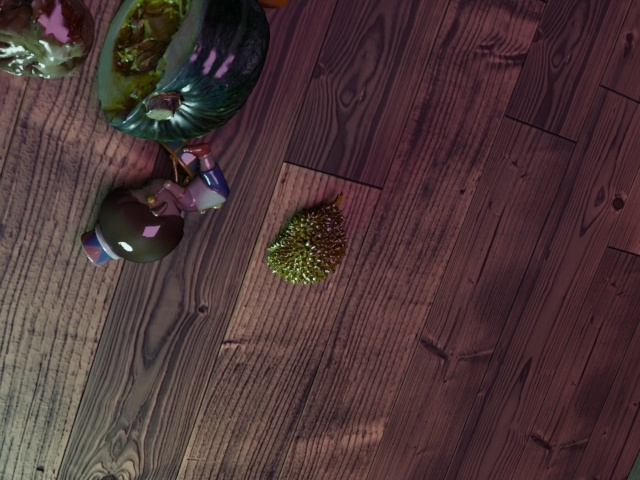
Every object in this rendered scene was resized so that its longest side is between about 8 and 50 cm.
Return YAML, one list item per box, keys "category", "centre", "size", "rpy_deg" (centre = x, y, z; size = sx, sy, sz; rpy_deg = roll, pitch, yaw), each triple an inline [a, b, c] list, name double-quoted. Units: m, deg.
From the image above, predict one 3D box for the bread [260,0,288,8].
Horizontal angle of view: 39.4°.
- category: "bread"
  centre: [-0.133, -0.461, 1.469]
  size: [0.260, 0.134, 0.129]
  rpy_deg: [7, 104, -34]

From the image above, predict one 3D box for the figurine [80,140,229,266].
- category: "figurine"
  centre: [-0.288, -0.058, 1.533]
  size: [0.158, 0.161, 0.275]
  rpy_deg: [45, 77, 5]

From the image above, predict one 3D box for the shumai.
- category: "shumai"
  centre: [-0.423, -0.317, 1.319]
  size: [0.206, 0.175, 0.166]
  rpy_deg: [12, 102, -32]

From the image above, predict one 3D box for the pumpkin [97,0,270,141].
- category: "pumpkin"
  centre: [-0.197, -0.282, 1.414]
  size: [0.197, 0.293, 0.263]
  rpy_deg: [19, 58, -39]

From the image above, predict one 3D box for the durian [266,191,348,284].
- category: "durian"
  centre: [0.000, 0.000, 1.760]
  size: [0.146, 0.102, 0.208]
  rpy_deg: [33, 86, -31]
